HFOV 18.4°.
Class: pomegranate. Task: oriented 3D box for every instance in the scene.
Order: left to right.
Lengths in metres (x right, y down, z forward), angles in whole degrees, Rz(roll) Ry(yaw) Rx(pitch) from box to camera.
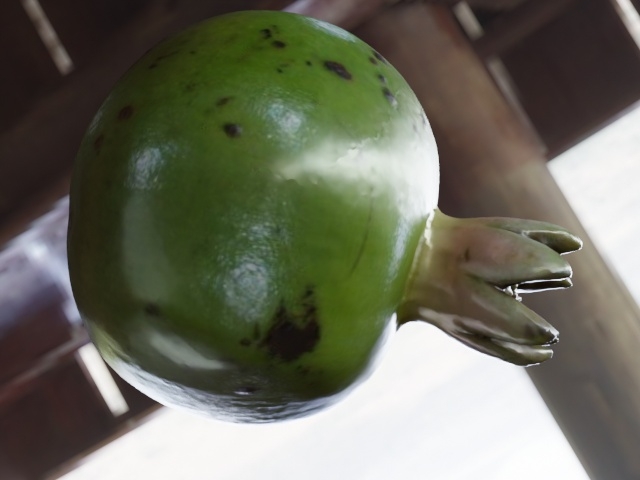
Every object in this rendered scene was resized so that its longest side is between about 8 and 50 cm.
[{"bbox_3d":[0.000,-0.001,0.867,0.187,0.225,0.187,17,90,-84],"label":"pomegranate"}]
